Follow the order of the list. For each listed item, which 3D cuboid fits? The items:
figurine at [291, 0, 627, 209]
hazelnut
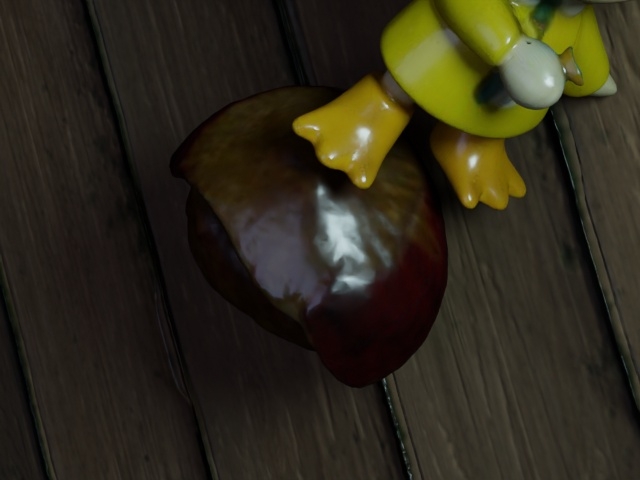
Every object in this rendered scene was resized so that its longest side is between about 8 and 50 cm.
[{"bbox_3d":[0.125,-0.170,0.929,0.187,0.215,0.343,52,127,28],"label":"figurine"},{"bbox_3d":[-0.004,-0.001,1.085,0.160,0.170,0.201,-32,64,40],"label":"hazelnut"}]
